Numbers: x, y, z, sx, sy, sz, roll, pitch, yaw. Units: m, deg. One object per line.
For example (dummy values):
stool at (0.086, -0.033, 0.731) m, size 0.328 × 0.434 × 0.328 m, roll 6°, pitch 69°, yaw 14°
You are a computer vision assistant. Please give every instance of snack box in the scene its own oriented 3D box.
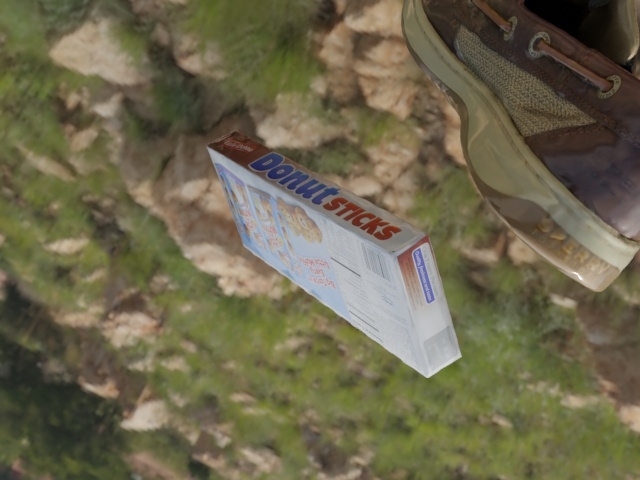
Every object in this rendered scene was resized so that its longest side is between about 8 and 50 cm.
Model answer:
snack box at (0.000, 0.000, 0.533) m, size 0.178 × 0.022 × 0.064 m, roll 32°, pitch 147°, yaw 55°

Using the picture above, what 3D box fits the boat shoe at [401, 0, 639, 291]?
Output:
boat shoe at (0.138, -0.111, 0.676) m, size 0.123 × 0.342 × 0.123 m, roll 32°, pitch 114°, yaw -20°
